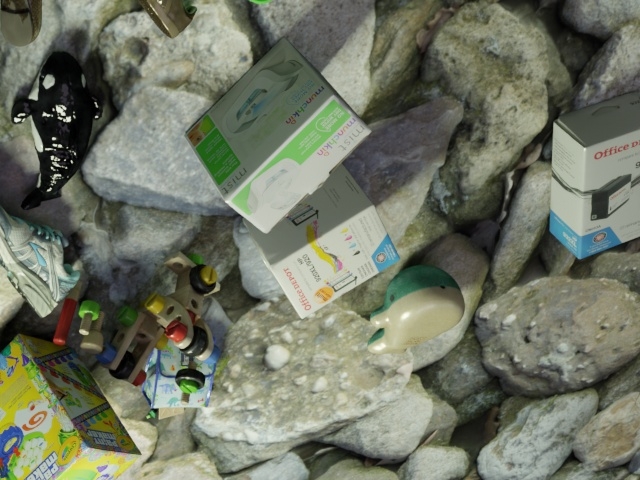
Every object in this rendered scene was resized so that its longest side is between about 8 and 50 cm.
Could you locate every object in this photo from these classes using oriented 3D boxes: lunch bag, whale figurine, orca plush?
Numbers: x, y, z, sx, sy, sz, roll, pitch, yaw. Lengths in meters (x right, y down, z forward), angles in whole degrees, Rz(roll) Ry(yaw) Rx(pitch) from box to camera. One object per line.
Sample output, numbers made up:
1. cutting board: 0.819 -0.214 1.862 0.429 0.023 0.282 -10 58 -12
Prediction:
1. lunch bag: -0.288 0.265 2.274 0.128 0.096 0.151 4 107 -27
2. whale figurine: 0.197 0.154 2.437 0.216 0.141 0.272 1 148 -28
3. orca plush: -0.445 -0.166 1.856 0.151 0.102 0.287 13 117 -34

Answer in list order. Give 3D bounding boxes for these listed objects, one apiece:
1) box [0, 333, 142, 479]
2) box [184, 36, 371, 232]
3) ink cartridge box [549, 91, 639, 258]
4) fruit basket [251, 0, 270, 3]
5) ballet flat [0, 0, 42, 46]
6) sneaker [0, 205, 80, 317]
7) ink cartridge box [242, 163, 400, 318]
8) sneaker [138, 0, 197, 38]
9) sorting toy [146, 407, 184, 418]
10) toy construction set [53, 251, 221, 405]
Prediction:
1. box: -0.546 0.383 2.069 0.290 0.279 0.177 -43 153 8
2. box: -0.078 -0.185 1.949 0.262 0.231 0.127 -43 132 8
3. ink cartridge box: 0.631 -0.142 2.420 0.223 0.129 0.307 -19 130 -14
4. fruit basket: -0.080 -0.536 1.597 0.283 0.392 0.392 21 112 -37
5. ballet flat: -0.455 -0.421 1.699 0.084 0.058 0.250 12 118 7
6. sneaker: -0.523 0.003 1.962 0.122 0.110 0.283 -40 138 -19
7. ink cartridge box: 0.000 0.000 2.169 0.232 0.168 0.171 -31 133 -3
8. sneaker: -0.268 -0.418 1.800 0.071 0.066 0.188 -46 139 -13
9. sorting toy: -0.332 0.358 2.368 0.083 0.012 0.062 -12 133 -24
10. toy construction set: -0.331 0.129 2.114 0.308 0.237 0.257 20 144 -19
